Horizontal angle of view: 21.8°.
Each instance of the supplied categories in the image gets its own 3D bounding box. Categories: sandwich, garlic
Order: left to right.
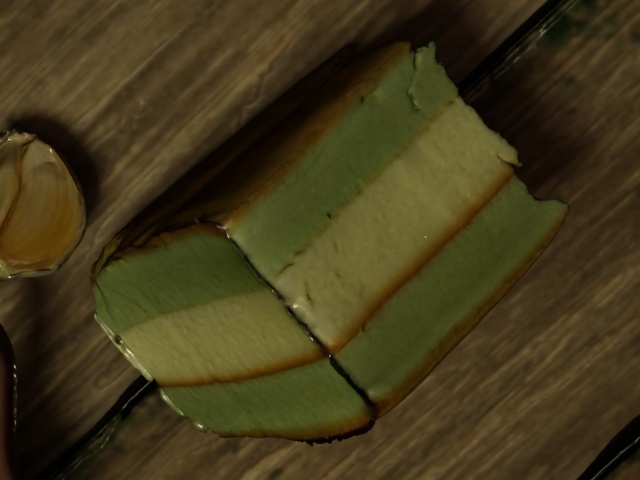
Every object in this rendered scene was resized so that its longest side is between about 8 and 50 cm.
[{"bbox_3d":[-0.193,-0.014,0.977,0.113,0.074,0.094,6,64,-4],"label":"garlic"},{"bbox_3d":[0.000,-0.001,0.979,0.198,0.227,0.155,-45,104,-27],"label":"sandwich"}]

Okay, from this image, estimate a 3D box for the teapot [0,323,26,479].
[{"bbox_3d":[-0.311,0.133,0.916,0.315,0.233,0.312,-40,114,-2],"label":"teapot"}]
